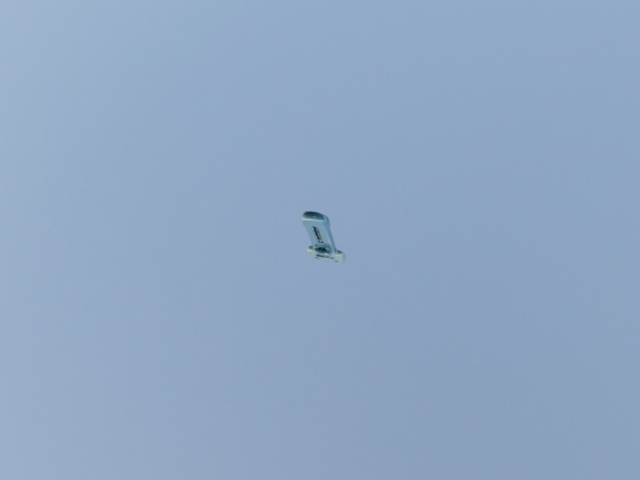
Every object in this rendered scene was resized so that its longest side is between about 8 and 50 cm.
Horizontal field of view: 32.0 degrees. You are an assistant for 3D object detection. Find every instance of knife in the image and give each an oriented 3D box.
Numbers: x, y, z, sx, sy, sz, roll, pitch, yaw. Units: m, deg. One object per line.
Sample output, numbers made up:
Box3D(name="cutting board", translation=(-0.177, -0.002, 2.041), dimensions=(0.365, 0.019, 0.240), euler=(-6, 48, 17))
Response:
Box3D(name="knife", translation=(0.000, 0.000, 0.727), dimensions=(0.027, 0.096, 0.010), euler=(9, -107, 9))
